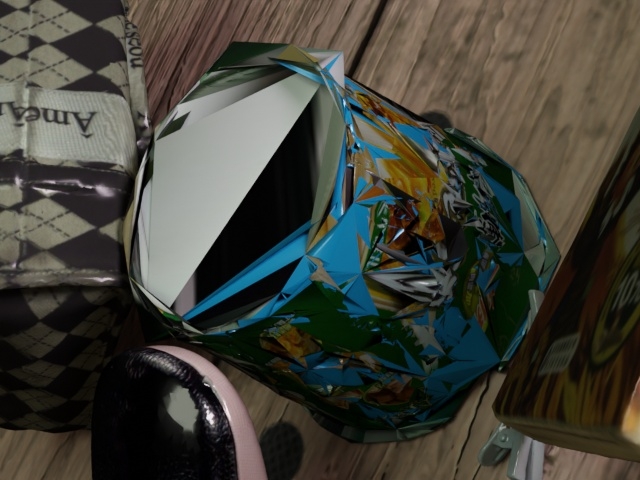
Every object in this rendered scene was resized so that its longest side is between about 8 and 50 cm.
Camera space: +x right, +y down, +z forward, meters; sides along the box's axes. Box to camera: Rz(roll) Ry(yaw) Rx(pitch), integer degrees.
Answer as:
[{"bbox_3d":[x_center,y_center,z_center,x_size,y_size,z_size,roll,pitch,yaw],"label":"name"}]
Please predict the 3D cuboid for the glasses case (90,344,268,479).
[{"bbox_3d":[-0.077,0.214,0.634,0.122,0.075,0.314,8,108,47],"label":"glasses case"}]

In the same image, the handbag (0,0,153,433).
[{"bbox_3d":[-0.226,-0.076,0.866,0.317,0.180,0.416,110,157,-59],"label":"handbag"}]

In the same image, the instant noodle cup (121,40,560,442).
[{"bbox_3d":[0.000,0.000,0.679,0.240,0.178,0.240,-19,58,33],"label":"instant noodle cup"}]

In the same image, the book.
[{"bbox_3d":[0.201,-0.101,0.485,0.039,0.300,0.428,26,83,6],"label":"book"}]

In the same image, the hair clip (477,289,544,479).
[{"bbox_3d":[0.120,0.087,0.634,0.039,0.030,0.115,2,71,44],"label":"hair clip"}]
